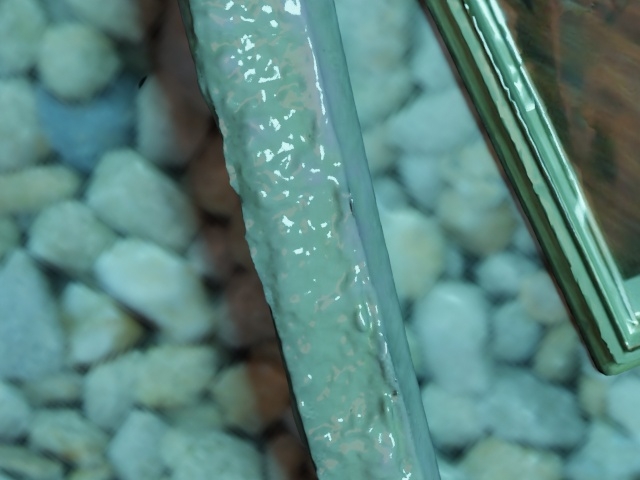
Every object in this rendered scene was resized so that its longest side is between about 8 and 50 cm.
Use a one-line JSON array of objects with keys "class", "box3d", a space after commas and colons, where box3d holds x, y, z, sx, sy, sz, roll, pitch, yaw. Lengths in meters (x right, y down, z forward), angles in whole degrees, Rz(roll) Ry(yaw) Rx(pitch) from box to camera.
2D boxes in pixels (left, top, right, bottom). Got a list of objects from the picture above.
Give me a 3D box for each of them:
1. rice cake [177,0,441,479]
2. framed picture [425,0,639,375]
[{"class": "rice cake", "box3d": [-0.001, 0.000, 0.421, 0.049, 0.055, 0.270, -13, 107, 2]}, {"class": "framed picture", "box3d": [0.135, -0.104, 0.382, 0.216, 0.016, 0.273, -24, 105, 16]}]
